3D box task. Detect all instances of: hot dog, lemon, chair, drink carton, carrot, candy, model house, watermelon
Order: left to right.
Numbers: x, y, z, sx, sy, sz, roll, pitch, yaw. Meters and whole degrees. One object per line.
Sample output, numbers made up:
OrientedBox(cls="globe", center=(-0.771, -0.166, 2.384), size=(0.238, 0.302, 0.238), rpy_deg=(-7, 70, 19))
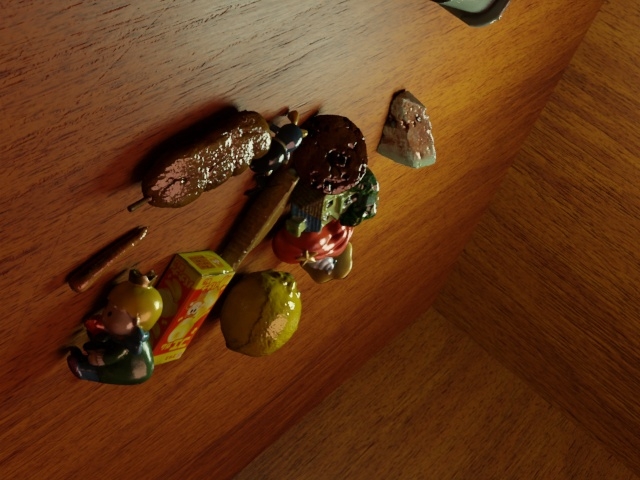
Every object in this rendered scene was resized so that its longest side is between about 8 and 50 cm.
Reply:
OrientedBox(cls="carrot", center=(-0.394, 0.032, 1.587), size=(0.190, 0.037, 0.037), rpy_deg=(-42, 160, -27))
OrientedBox(cls="candy", center=(-0.323, 0.155, 1.907), size=(0.276, 0.088, 0.146), rpy_deg=(-57, 162, 19))
OrientedBox(cls="hot dog", center=(-0.144, -0.050, 1.950), size=(0.289, 0.068, 0.083), rpy_deg=(-52, 176, 16))
OrientedBox(cls="chair", center=(-0.135, -0.129, 1.884), size=(0.086, 0.042, 0.037), rpy_deg=(-19, 179, 33))
OrientedBox(cls="lemon", center=(-0.154, 0.188, 2.189), size=(0.260, 0.204, 0.204), rpy_deg=(-53, 161, 9))
OrientedBox(cls="model house", center=(0.005, -0.095, 2.045), size=(0.189, 0.195, 0.214), rpy_deg=(-31, 152, -27))
OrientedBox(cls="watermelon", center=(0.238, -0.302, 2.281), size=(0.094, 0.154, 0.241), rpy_deg=(-40, 146, -27))
OrientedBox(cls="drink carton", center=(0.306, -0.576, 1.811), size=(0.190, 0.191, 0.185), rpy_deg=(-4, 133, -57))

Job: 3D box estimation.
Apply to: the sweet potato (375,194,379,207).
OrientedBox(cls="sweet potato", center=(0.099, -0.134, 2.298), size=(0.109, 0.109, 0.385), rpy_deg=(-50, 162, 1))

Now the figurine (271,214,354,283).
OrientedBox(cls="figurine", center=(-0.008, -0.004, 2.229), size=(0.208, 0.181, 0.257), rpy_deg=(-11, 163, 10))

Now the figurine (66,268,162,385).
OrientedBox(cls="figurine", center=(-0.415, 0.169, 1.704), size=(0.127, 0.185, 0.234), rpy_deg=(-81, 177, -71))

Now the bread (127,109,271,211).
OrientedBox(cls="bread", center=(-0.226, -0.144, 1.562), size=(0.344, 0.084, 0.124), rpy_deg=(-36, 135, -35))

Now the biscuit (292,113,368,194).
OrientedBox(cls="biscuit", center=(0.024, -0.197, 1.911), size=(0.192, 0.192, 0.049), rpy_deg=(-41, -167, -26))

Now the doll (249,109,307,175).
OrientedBox(cls="doll", center=(-0.096, -0.198, 1.763), size=(0.179, 0.089, 0.102), rpy_deg=(-48, 124, -40))
